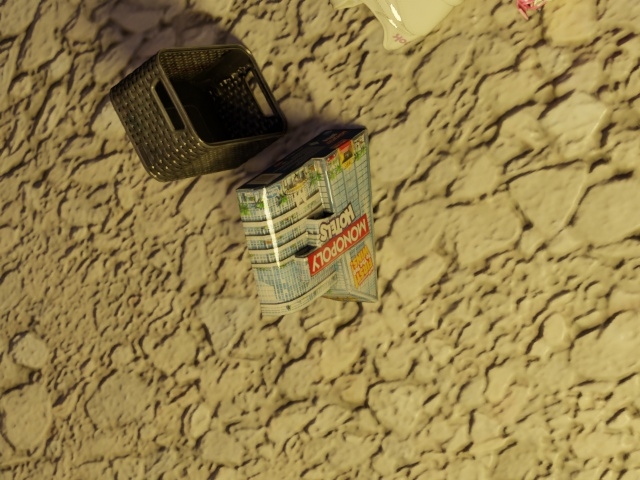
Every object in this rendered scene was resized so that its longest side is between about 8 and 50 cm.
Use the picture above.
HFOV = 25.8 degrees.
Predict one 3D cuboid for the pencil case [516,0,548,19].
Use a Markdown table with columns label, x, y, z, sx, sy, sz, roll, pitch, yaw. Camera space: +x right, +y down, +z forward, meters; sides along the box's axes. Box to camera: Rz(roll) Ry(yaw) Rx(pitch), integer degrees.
| label | x | y | z | sx | sy | sz | roll | pitch | yaw |
| --- | --- | --- | --- | --- | --- | --- | --- | --- | --- |
| pencil case | 0.267 | -0.299 | 1.341 | 0.209 | 0.095 | 0.098 | -28 | 49 | 34 |

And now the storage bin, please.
| label | x | y | z | sx | sy | sz | roll | pitch | yaw |
| --- | --- | --- | --- | --- | --- | --- | --- | --- | --- |
| storage bin | -0.133 | -0.144 | 1.560 | 0.084 | 0.180 | 0.122 | -32 | 82 | 33 |

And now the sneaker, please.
| label | x | y | z | sx | sy | sz | roll | pitch | yaw |
| --- | --- | --- | --- | --- | --- | --- | --- | --- | --- |
| sneaker | 0.025 | -0.335 | 1.466 | 0.152 | 0.114 | 0.305 | -44 | 76 | 28 |

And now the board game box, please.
| label | x | y | z | sx | sy | sz | roll | pitch | yaw |
| --- | --- | --- | --- | --- | --- | --- | --- | --- | --- |
| board game box | 0.000 | 0.000 | 1.525 | 0.060 | 0.194 | 0.194 | 1 | 113 | 32 |
